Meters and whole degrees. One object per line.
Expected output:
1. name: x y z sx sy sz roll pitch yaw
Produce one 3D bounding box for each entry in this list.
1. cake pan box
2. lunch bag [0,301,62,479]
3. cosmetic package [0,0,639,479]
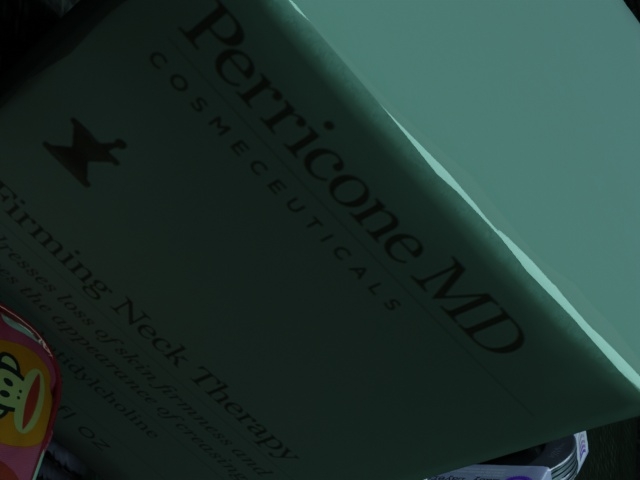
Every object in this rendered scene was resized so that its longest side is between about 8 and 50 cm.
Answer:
1. cake pan box: 0.174 0.274 1.195 0.246 0.267 0.070 -29 112 -58
2. lunch bag: -0.282 0.124 0.485 0.258 0.120 0.293 37 44 -30
3. cosmetic package: -0.024 -0.052 0.665 0.329 0.394 0.327 45 42 -19
